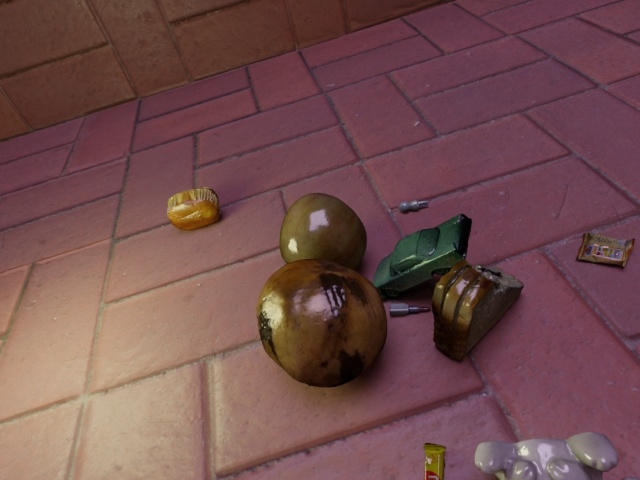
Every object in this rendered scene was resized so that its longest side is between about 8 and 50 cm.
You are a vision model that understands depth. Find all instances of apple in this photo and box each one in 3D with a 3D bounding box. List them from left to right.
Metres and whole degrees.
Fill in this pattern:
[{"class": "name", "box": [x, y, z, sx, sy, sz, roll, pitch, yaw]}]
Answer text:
[{"class": "apple", "box": [0.000, 0.000, 1.294, 0.257, 0.257, 0.233, 27, 75, 37]}]

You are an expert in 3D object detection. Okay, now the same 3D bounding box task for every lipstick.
[{"class": "lipstick", "box": [0.238, 0.183, 1.188, 0.107, 0.025, 0.025, -3, 44, 8]}]

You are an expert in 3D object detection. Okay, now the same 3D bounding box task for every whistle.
[{"class": "whistle", "box": [0.304, -0.115, 1.472, 0.101, 0.035, 0.035, -9, 43, 7]}]

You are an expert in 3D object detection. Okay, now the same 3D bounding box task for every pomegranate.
[{"class": "pomegranate", "box": [0.004, 0.189, 1.070, 0.323, 0.322, 0.322, -9, 43, 9]}]

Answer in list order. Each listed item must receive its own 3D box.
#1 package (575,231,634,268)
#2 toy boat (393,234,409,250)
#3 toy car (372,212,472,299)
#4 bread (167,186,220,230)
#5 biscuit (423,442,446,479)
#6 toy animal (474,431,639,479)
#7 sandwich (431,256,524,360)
[{"class": "package", "box": [0.753, 0.024, 1.187, 0.121, 0.031, 0.108, 13, 49, 35]}, {"class": "toy boat", "box": [0.294, 0.019, 1.279, 0.175, 0.110, 0.091, 16, 53, 29]}, {"class": "toy car", "box": [0.250, 0.044, 1.166, 0.321, 0.097, 0.141, -36, 23, 47]}, {"class": "bread", "box": [-0.465, -0.112, 1.643, 0.191, 0.132, 0.114, -18, 44, 2]}, {"class": "biscuit", "box": [0.207, 0.528, 0.836, 0.048, 0.026, 0.291, -16, 38, 31]}, {"class": "toy animal", "box": [0.396, 0.472, 0.725, 0.272, 0.206, 0.264, -18, 49, 21]}, {"class": "sandwich", "box": [0.378, 0.122, 1.042, 0.289, 0.254, 0.100, -37, 48, -23]}]
